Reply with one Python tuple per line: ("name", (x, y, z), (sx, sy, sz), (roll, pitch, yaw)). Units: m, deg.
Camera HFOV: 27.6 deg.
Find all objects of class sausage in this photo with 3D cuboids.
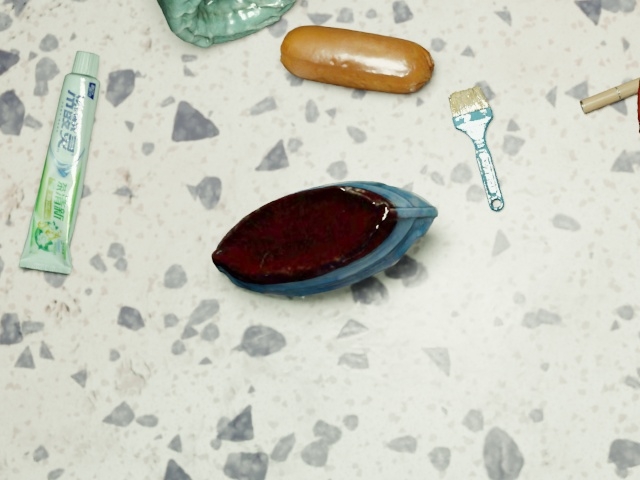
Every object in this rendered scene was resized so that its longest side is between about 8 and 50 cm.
("sausage", (0.047, -0.230, 1.659), (0.197, 0.076, 0.076), (12, 81, 12))

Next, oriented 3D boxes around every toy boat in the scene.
("toy boat", (0.000, 0.000, 1.596), (0.309, 0.142, 0.129), (-15, 78, 26))

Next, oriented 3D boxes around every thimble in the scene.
("thimble", (-0.115, -0.366, 1.651), (0.235, 0.198, 0.143), (-37, 69, 30))

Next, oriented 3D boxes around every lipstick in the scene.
("lipstick", (0.367, -0.182, 1.611), (0.094, 0.019, 0.019), (-21, 75, 7))

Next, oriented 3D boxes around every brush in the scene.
("brush", (0.202, -0.114, 1.634), (0.051, 0.014, 0.164), (-16, 77, 10))

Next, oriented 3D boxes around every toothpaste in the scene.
("toothpaste", (-0.338, -0.105, 1.731), (0.074, 0.048, 0.297), (9, 84, 10))

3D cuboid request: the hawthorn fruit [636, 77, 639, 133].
("hawthorn fruit", (0.487, -0.214, 1.463), (0.265, 0.265, 0.307), (-9, 92, 10))
